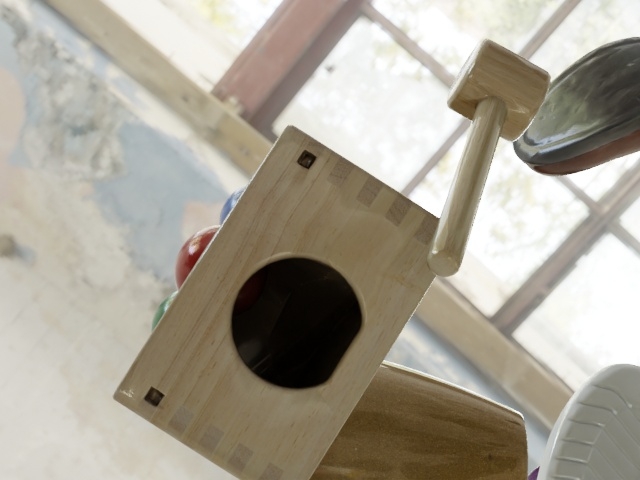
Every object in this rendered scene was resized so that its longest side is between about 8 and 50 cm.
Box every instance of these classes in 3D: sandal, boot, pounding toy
[{"bbox_3d":[0.282,0.328,1.364,0.169,0.416,0.102,35,159,-25],"label":"sandal"},{"bbox_3d":[0.306,-0.042,0.874,0.280,0.264,0.096,56,-173,-37],"label":"boot"},{"bbox_3d":[0.003,-0.005,0.484,0.094,0.206,0.181,32,176,1],"label":"pounding toy"}]

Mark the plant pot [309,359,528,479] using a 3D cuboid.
[{"bbox_3d":[0.069,0.223,1.163,0.254,0.237,0.237,5,-158,0],"label":"plant pot"}]
